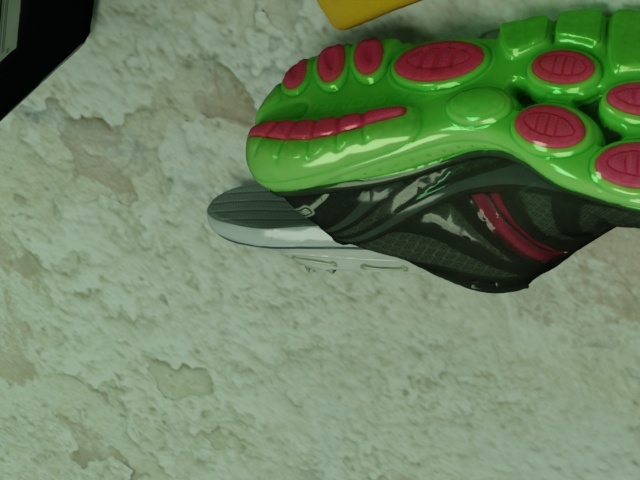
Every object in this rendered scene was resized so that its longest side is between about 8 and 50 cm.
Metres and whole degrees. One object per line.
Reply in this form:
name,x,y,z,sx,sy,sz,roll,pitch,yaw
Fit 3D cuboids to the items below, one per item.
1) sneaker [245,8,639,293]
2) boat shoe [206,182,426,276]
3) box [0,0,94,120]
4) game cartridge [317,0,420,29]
sneaker,0.174,-0.064,1.566,0.483,0.185,0.202,6,148,35
boat shoe,0.000,0.000,1.776,0.226,0.083,0.075,6,129,30
box,-0.494,-0.255,1.590,0.472,0.480,0.297,26,136,12
game cartridge,0.064,-0.324,1.466,0.324,0.052,0.285,-16,117,43
